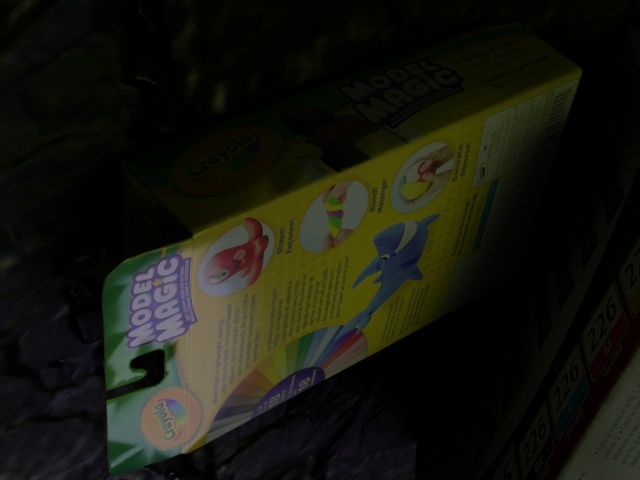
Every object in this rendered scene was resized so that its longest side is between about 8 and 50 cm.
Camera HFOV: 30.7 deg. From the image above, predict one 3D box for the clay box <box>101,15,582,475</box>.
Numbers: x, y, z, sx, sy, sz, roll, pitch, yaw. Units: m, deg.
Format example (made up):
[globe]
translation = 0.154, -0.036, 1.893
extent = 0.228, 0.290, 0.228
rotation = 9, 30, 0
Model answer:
[clay box]
translation = 0.000, 0.000, 0.478
extent = 0.222, 0.053, 0.127
rotation = -23, 142, -29

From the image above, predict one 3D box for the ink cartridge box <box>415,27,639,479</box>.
[ink cartridge box]
translation = 0.157, 0.067, 0.614
extent = 0.272, 0.130, 0.309
rotation = -80, -171, -57
